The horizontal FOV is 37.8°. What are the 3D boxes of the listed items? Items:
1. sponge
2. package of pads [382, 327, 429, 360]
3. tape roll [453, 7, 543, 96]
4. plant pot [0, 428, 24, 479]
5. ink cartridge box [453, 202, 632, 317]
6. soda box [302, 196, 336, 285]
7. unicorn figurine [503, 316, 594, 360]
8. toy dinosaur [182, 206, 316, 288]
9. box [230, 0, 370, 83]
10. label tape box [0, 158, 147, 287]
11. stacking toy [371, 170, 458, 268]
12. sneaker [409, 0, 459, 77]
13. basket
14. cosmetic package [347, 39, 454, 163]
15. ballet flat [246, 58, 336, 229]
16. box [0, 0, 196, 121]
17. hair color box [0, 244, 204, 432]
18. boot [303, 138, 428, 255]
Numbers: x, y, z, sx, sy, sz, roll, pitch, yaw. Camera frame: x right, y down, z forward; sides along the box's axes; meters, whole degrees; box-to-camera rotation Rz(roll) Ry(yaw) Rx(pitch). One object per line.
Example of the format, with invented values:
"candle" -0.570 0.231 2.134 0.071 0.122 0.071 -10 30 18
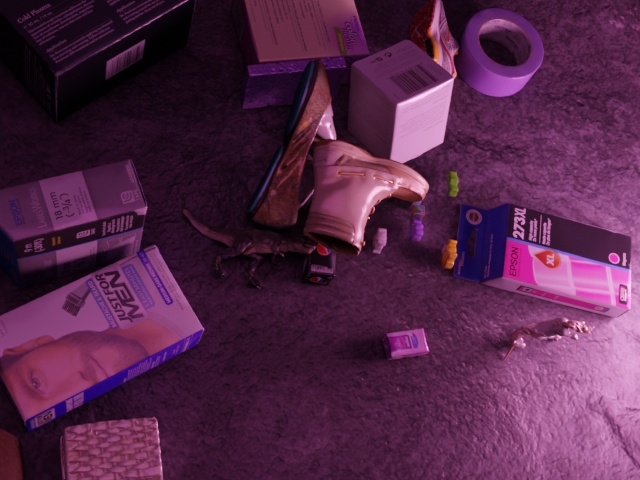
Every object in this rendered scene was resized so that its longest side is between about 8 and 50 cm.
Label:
"sponge" -0.056 -0.325 1.932 0.210 0.117 0.031 -8 64 -17
"package of pads" 0.164 0.200 1.807 0.083 0.032 0.050 -6 66 -17
"tape roll" 0.402 -0.426 2.120 0.189 0.080 0.188 6 65 -12
"plant pot" -0.548 0.412 1.448 0.216 0.215 0.230 14 49 -8
"ink cartridge box" 0.466 0.032 1.946 0.371 0.069 0.175 13 64 -6
"soda box" 0.000 0.000 1.836 0.053 0.060 0.168 9 64 -12
"unicorn figurine" 0.449 0.182 1.857 0.111 0.162 0.060 9 56 -41
"toy dinosaur" -0.146 0.020 1.790 0.268 0.064 0.118 12 70 3
"box" -0.047 -0.445 1.989 0.243 0.117 0.213 -8 69 -17
"label tape box" -0.481 -0.013 1.616 0.334 0.240 0.105 -16 74 -20
"stacking toy" 0.196 -0.057 1.922 0.167 0.052 0.221 11 62 -10
"sneaker" 0.258 -0.445 2.100 0.093 0.088 0.225 17 62 -30
"basket" -0.348 0.363 1.560 0.167 0.103 0.113 -4 67 -15
"cosmetic package" 0.160 -0.278 1.912 0.151 0.183 0.151 -27 56 -24
"ballet flat" -0.034 -0.182 1.848 0.123 0.123 0.348 22 82 -4
"box" -0.479 -0.468 1.851 0.343 0.179 0.312 -38 81 -26
"hair color box" -0.398 0.167 1.633 0.339 0.110 0.185 -27 77 -22
"boot" 0.089 -0.063 1.804 0.262 0.095 0.203 20 68 -31
